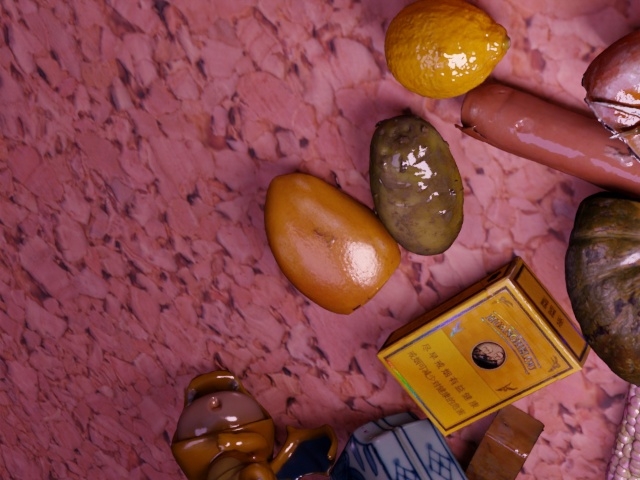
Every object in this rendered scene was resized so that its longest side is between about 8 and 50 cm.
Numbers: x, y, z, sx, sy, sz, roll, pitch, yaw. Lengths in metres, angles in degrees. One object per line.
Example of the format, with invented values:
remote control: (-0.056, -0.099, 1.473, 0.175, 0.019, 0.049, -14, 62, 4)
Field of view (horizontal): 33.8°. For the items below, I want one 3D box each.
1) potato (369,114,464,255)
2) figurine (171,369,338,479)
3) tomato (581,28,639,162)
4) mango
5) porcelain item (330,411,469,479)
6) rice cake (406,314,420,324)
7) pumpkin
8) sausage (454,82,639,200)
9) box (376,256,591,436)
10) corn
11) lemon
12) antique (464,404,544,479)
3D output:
potato: (0.149, -0.083, 1.643, 0.149, 0.113, 0.251, -4, 127, 28)
figurine: (-0.174, 0.478, 2.089, 0.268, 0.387, 0.401, 17, 107, -21)
tomato: (0.451, -0.185, 1.311, 0.214, 0.181, 0.155, 41, 128, -2)
mango: (0.000, 0.000, 1.787, 0.257, 0.138, 0.187, 39, 123, -3)
porcelain item: (0.147, 0.484, 1.936, 0.281, 0.157, 0.286, 60, 149, 27)
rice cake: (0.222, 0.224, 1.863, 0.043, 0.034, 0.211, -33, 99, 38)
pumpkin: (0.470, 0.090, 1.436, 0.325, 0.242, 0.232, 25, 88, 24)
sausage: (0.388, -0.117, 1.459, 0.419, 0.094, 0.094, 25, 116, 19)
box: (0.265, 0.181, 1.741, 0.193, 0.084, 0.301, 49, 127, -6)
corn: (0.521, 0.294, 1.649, 0.126, 0.126, 0.335, 16, 124, 26)
lemon: (0.173, -0.268, 1.470, 0.187, 0.142, 0.142, 1, 121, 27)
antique: (0.306, 0.432, 1.912, 0.087, 0.093, 0.310, 30, 134, 14)
